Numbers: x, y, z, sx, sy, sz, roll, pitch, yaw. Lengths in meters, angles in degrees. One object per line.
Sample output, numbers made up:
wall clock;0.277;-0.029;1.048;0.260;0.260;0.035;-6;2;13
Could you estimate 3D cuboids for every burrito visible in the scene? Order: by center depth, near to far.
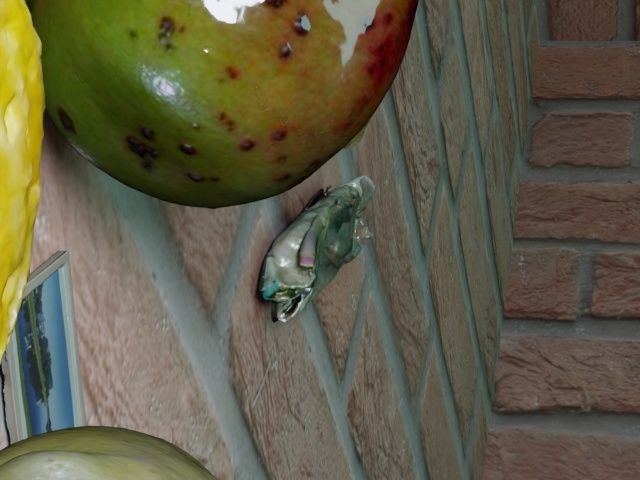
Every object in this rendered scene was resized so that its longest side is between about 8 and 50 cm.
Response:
burrito;-0.002;0.003;1.652;0.309;0.066;0.096;-47;140;-65

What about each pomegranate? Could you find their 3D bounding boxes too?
pomegranate;-0.099;-0.168;0.985;0.291;0.323;0.291;-175;-90;-73

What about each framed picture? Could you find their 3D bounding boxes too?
framed picture;-0.190;0.093;1.036;0.109;0.011;0.149;-52;141;-66

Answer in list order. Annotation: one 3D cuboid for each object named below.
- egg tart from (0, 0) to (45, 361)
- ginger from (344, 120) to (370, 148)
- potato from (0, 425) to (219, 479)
egg tart;-0.220;-0.029;0.623;0.388;0.169;0.388;5;90;-80
ginger;-0.001;-0.174;1.515;0.219;0.123;0.270;59;37;-50
potato;-0.133;0.231;0.860;0.326;0.221;0.243;6;96;-86
